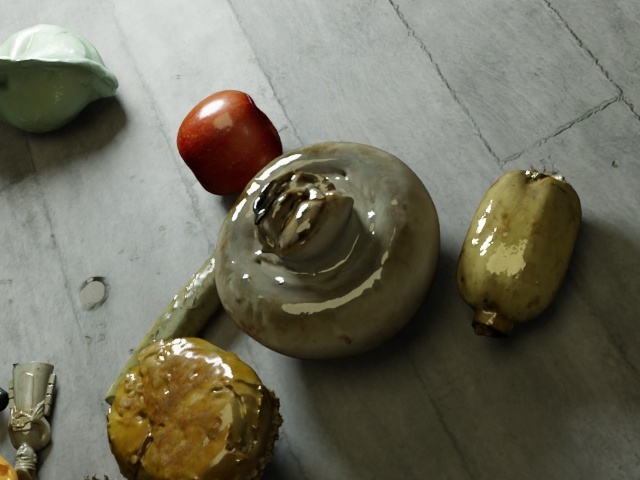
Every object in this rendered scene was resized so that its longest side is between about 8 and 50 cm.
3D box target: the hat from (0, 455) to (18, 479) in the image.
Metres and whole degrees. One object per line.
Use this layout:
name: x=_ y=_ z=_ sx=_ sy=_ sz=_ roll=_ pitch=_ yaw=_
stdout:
hat: x=-0.531 y=0.457 z=1.665 sx=0.233 sy=0.244 sz=0.233 roll=26 pitch=85 yaw=20

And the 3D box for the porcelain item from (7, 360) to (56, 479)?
porcelain item: x=-0.499 y=0.313 z=1.811 sx=0.084 sy=0.054 sz=0.213 roll=-11 pitch=59 yaw=11

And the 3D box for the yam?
yam: x=-0.228 y=0.133 z=1.783 sx=0.083 sy=0.083 sz=0.372 roll=27 pitch=75 yaw=33

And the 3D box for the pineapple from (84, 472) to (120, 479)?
pineapple: x=-0.369 y=0.436 z=1.631 sx=0.176 sy=0.137 sz=0.161 roll=-42 pitch=54 yaw=-2

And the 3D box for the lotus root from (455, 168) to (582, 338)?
lotus root: x=0.291 y=0.015 z=1.576 sx=0.160 sy=0.146 sz=0.284 roll=5 pitch=66 yaw=46

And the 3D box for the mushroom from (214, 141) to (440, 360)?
mushroom: x=0.000 y=0.000 z=1.620 sx=0.362 sy=0.294 sz=0.362 roll=-11 pitch=56 yaw=17

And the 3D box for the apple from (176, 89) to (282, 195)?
apple: x=-0.161 y=-0.171 z=1.859 sx=0.168 sy=0.181 sz=0.181 roll=-31 pitch=54 yaw=1

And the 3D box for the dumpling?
dumpling: x=-0.565 y=-0.316 z=2.123 sx=0.320 sy=0.212 sz=0.270 roll=-30 pitch=16 yaw=22

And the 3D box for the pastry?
pastry: x=-0.185 y=0.287 z=1.621 sx=0.311 sy=0.162 sz=0.255 roll=25 pitch=85 yaw=43

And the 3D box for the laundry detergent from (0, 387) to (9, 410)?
laundry detergent: x=-0.640 y=0.248 z=1.902 sx=0.225 sy=0.070 sz=0.099 roll=19 pitch=65 yaw=32
